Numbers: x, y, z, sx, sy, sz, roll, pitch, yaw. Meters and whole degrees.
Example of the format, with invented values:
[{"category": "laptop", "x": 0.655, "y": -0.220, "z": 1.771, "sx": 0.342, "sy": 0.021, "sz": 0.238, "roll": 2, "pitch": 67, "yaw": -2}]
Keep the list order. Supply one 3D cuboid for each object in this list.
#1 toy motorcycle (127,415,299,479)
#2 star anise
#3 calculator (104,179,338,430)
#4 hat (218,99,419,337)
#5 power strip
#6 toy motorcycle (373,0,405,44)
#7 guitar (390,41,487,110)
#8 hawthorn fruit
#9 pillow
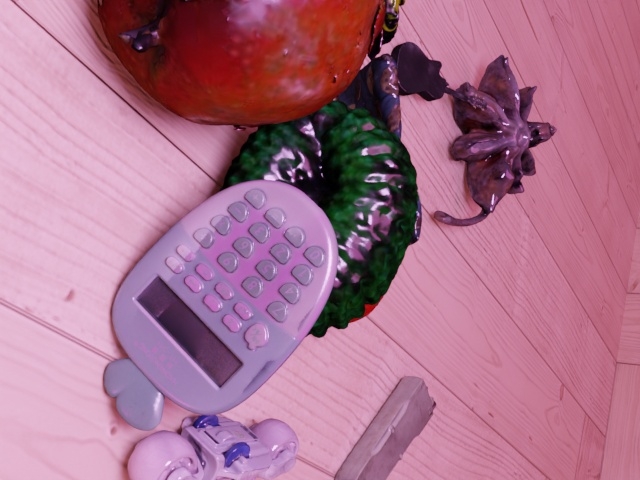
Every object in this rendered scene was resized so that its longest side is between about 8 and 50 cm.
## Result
[{"category": "toy motorcycle", "x": -0.122, "y": 0.261, "z": 0.914, "sx": 0.254, "sy": 0.112, "sz": 0.112, "roll": 12, "pitch": 81, "yaw": -54}, {"category": "star anise", "x": 0.322, "y": -0.192, "z": 1.518, "sx": 0.359, "sy": 0.139, "sz": 0.316, "roll": -8, "pitch": 90, "yaw": -40}, {"category": "calculator", "x": -0.109, "y": 0.069, "z": 0.815, "sx": 0.299, "sy": 0.185, "sz": 0.041, "roll": -48, "pitch": 168, "yaw": 4}, {"category": "hat", "x": 0.000, "y": 0.000, "z": 1.000, "sx": 0.274, "sy": 0.242, "sz": 0.332, "roll": -51, "pitch": 159, "yaw": -11}, {"category": "power strip", "x": 0.105, "y": 0.329, "z": 1.271, "sx": 0.286, "sy": 0.048, "sz": 0.080, "roll": -45, "pitch": 125, "yaw": -45}, {"category": "toy motorcycle", "x": 0.046, "y": -0.430, "z": 1.077, "sx": 0.342, "sy": 0.142, "sz": 0.206, "roll": 31, "pitch": 65, "yaw": -54}, {"category": "guitar", "x": 0.209, "y": -0.267, "z": 1.359, "sx": 0.233, "sy": 0.025, "sz": 0.088, "roll": 15, "pitch": 77, "yaw": -35}, {"category": "hawthorn fruit", "x": -0.076, "y": -0.263, "z": 0.785, "sx": 0.316, "sy": 0.316, "sz": 0.316, "roll": -3, "pitch": 94, "yaw": -55}, {"category": "pillow", "x": 0.079, "y": -0.114, "z": 1.085, "sx": 0.034, "sy": 0.189, "sz": 0.255, "roll": -9, "pitch": 87, "yaw": -16}]
